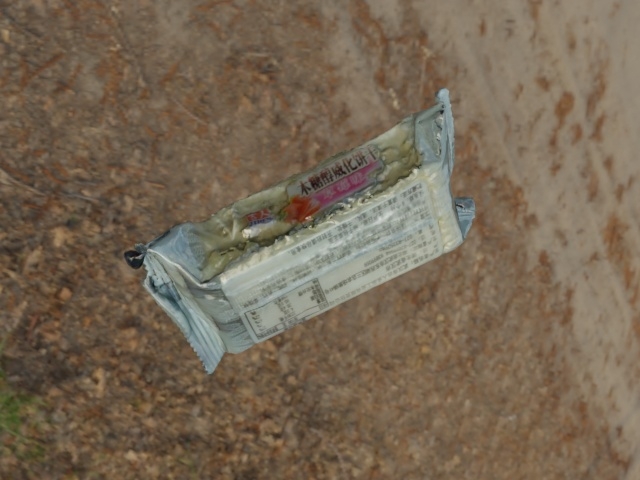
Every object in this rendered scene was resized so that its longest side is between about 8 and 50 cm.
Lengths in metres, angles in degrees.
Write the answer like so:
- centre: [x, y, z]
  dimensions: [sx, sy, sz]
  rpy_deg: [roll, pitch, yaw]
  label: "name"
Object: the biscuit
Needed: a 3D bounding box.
- centre: [-0.002, -0.003, 0.852]
  dimensions: [0.309, 0.079, 0.186]
  rpy_deg: [-27, 140, 0]
  label: "biscuit"
